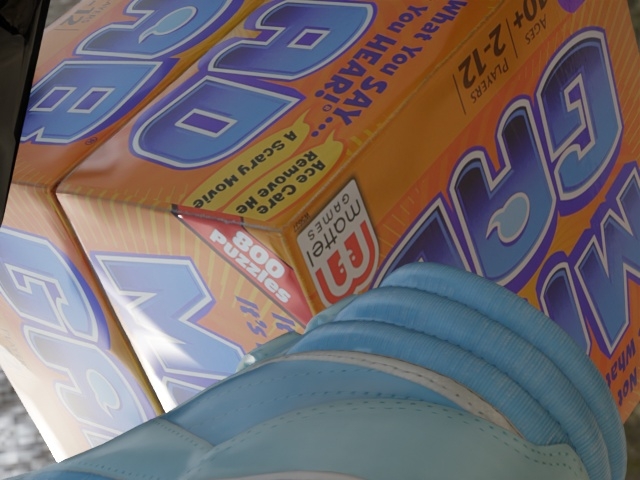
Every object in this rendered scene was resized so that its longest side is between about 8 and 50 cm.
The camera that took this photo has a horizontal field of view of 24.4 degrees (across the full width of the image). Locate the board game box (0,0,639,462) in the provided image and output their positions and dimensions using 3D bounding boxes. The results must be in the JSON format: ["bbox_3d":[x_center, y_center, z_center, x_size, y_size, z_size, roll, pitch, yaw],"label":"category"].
[{"bbox_3d":[0.000,0.000,1.040,0.356,0.356,0.356,-47,-50,-34],"label":"board game box"}]

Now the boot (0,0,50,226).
[{"bbox_3d":[-0.308,-0.201,0.572,0.146,0.445,0.366,-13,-73,-65],"label":"boot"}]

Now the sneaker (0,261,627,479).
[{"bbox_3d":[-0.048,0.101,0.465,0.208,0.319,0.127,-37,-69,-53],"label":"sneaker"}]
